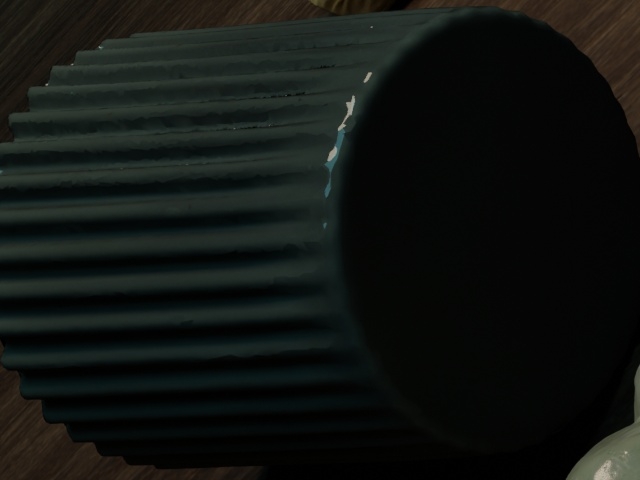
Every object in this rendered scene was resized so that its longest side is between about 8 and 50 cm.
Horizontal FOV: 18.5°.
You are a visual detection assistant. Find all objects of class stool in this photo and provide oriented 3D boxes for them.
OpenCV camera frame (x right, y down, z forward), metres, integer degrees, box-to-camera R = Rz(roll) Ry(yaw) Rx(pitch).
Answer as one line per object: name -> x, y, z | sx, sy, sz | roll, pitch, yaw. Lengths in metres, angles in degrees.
stool -> 0.000, 0.000, 1.195 | 0.330, 0.297, 0.297 | -4, 52, 50

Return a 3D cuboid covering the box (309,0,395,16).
box -> 0.025, -0.254, 1.678 | 0.111, 0.111, 0.177 | -46, 27, 9

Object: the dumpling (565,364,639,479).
dumpling -> 0.173, 0.145, 0.881 | 0.250, 0.132, 0.162 | -101, 20, -61
